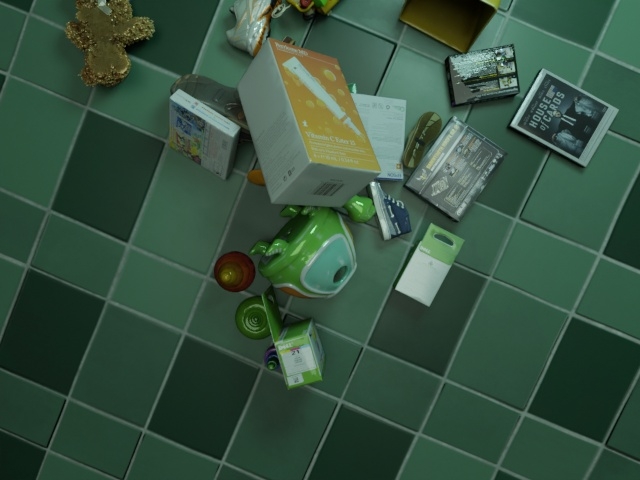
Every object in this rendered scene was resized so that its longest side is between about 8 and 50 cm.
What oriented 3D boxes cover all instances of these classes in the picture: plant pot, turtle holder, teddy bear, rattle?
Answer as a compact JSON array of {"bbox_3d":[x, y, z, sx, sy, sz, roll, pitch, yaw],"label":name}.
[{"bbox_3d":[0.354,-0.651,1.223,0.212,0.212,0.187,28,83,0],"label":"plant pot"},{"bbox_3d":[-0.013,0.009,1.287,0.227,0.243,0.320,42,55,-16],"label":"turtle holder"},{"bbox_3d":[-0.584,-0.582,1.317,0.245,0.113,0.338,-26,85,-3],"label":"teddy bear"},{"bbox_3d":[-0.098,-0.237,1.347,0.130,0.143,0.199,25,82,-34],"label":"rattle"}]

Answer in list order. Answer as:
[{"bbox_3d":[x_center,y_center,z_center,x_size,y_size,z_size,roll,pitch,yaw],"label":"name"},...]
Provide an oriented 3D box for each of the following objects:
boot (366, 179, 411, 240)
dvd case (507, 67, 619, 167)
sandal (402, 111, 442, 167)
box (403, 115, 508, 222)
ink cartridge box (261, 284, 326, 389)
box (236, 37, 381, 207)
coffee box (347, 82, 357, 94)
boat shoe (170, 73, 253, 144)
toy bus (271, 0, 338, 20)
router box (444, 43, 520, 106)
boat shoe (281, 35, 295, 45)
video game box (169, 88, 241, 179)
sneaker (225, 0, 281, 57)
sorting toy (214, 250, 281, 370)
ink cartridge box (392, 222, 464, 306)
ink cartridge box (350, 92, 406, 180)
[{"bbox_3d":[0.189,-0.099,1.336,0.086,0.069,0.190,-18,101,-4],"label":"boot"},{"bbox_3d":[0.662,-0.334,1.314,0.239,0.029,0.179,29,94,-1],"label":"dvd case"},{"bbox_3d":[0.269,-0.278,1.320,0.072,0.049,0.180,33,81,-24],"label":"sandal"},{"bbox_3d":[0.368,-0.194,1.322,0.183,0.056,0.231,34,94,0],"label":"box"},{"bbox_3d":[-0.069,0.242,1.303,0.097,0.189,0.255,-16,93,4],"label":"ink cartridge box"},{"bbox_3d":[-0.034,-0.270,1.141,0.168,0.215,0.345,-39,61,43],"label":"box"},{"bbox_3d":[0.055,-0.334,1.331,0.113,0.040,0.184,-10,94,1],"label":"coffee box"},{"bbox_3d":[-0.233,-0.332,1.302,0.355,0.130,0.132,26,56,8],"label":"boat shoe"},{"bbox_3d":[-0.005,-0.653,1.279,0.202,0.104,0.191,-5,62,34],"label":"toy bus"},{"bbox_3d":[0.439,-0.447,1.305,0.179,0.046,0.133,-9,94,3],"label":"router box"},{"bbox_3d":[-0.149,-0.473,1.312,0.073,0.073,0.207,34,94,-2],"label":"boat shoe"},{"bbox_3d":[-0.312,-0.274,1.277,0.187,0.205,0.048,30,60,-2],"label":"video game box"},{"bbox_3d":[-0.179,-0.639,1.293,0.121,0.099,0.262,21,94,5],"label":"sneaker"},{"bbox_3d":[-0.197,0.206,1.338,0.127,0.126,0.365,-25,92,4],"label":"sorting toy"},{"bbox_3d":[0.299,0.066,1.340,0.109,0.062,0.209,27,94,0],"label":"ink cartridge box"},{"bbox_3d":[0.123,-0.276,1.292,0.223,0.045,0.224,1,92,-21],"label":"ink cartridge box"}]
